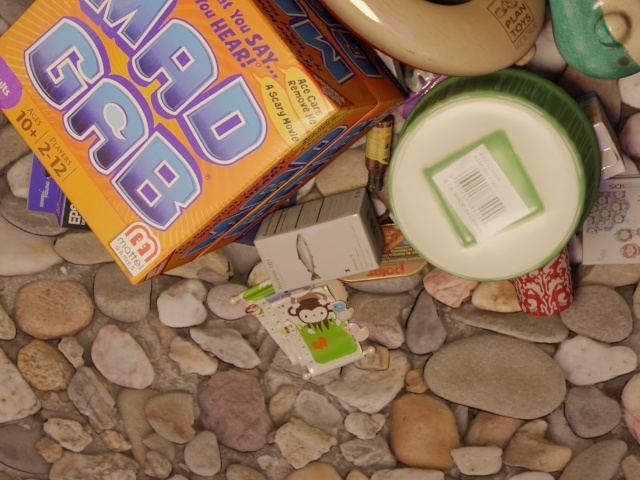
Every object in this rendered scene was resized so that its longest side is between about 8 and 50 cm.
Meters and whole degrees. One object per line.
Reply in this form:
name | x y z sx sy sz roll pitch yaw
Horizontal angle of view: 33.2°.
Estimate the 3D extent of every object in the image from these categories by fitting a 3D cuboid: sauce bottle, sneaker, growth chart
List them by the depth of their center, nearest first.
sneaker | 0.202 -0.247 1.623 0.236 0.095 0.104 -27 117 27
sauce bottle | 0.092 -0.140 1.723 0.042 0.042 0.128 6 122 5
growth chart | -0.025 0.146 1.911 0.172 0.021 0.237 -32 111 22

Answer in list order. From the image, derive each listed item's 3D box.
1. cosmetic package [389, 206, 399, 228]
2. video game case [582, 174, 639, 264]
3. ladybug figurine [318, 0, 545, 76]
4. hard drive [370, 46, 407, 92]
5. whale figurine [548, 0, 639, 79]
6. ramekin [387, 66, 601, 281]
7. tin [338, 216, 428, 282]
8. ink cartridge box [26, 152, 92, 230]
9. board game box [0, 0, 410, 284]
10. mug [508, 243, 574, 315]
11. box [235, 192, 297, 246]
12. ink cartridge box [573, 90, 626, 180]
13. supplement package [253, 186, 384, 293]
cosmetic package | 0.234 -0.085 1.683 0.238 0.127 0.107 -32 109 21
video game case | 0.496 -0.032 1.736 0.143 0.019 0.157 -2 119 9
ladybug figurine | 0.110 -0.386 1.465 0.449 0.305 0.162 44 156 -4
hard drive | -0.041 -0.268 1.621 0.308 0.040 0.203 -15 95 21
whale figurine | 0.362 -0.332 1.480 0.141 0.216 0.272 -31 130 28
ramekin | 0.240 -0.087 1.525 0.304 0.148 0.303 5 108 15
tin | 0.092 0.016 1.812 0.190 0.040 0.106 -6 114 12
ink cartridge box | -0.369 -0.105 1.761 0.208 0.045 0.206 6 129 -14
board game box | -0.159 -0.214 1.460 0.356 0.356 0.356 -39 86 21
mug | 0.346 0.023 1.757 0.113 0.150 0.169 -29 122 -18
box | -0.155 -0.065 1.803 0.225 0.036 0.136 10 120 1
ink cartridge box | 0.394 -0.145 1.615 0.092 0.143 0.090 -24 113 19
supplement package | 0.000 0.000 1.737 0.179 0.105 0.105 -15 115 16
